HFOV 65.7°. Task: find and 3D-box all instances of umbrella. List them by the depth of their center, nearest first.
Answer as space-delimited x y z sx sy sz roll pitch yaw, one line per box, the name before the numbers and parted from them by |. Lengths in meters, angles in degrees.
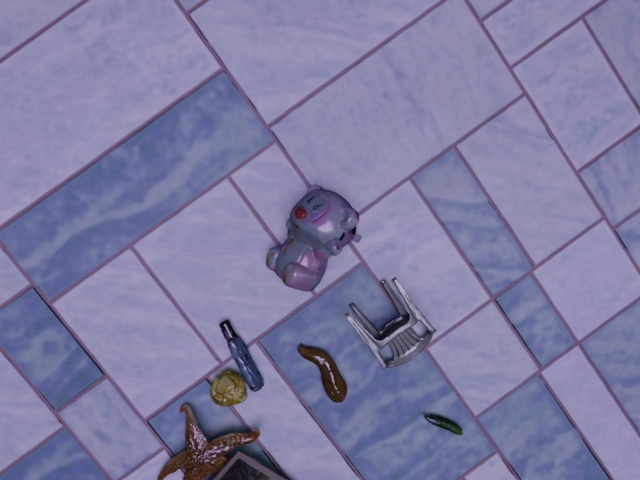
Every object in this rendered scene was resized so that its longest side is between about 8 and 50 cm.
umbrella | -0.249 0.366 1.574 0.053 0.052 0.250 -25 97 -4

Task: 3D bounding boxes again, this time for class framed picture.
framed picture | -0.218 0.831 1.592 0.324 0.020 0.240 42 91 -20

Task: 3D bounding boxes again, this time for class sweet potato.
sweet potato | 0.017 0.421 1.597 0.081 0.062 0.233 -33 93 0

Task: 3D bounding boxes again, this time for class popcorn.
popcorn | -0.289 0.465 1.560 0.116 0.120 0.106 6 55 -29

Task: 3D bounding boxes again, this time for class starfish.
starfish | -0.364 0.674 1.572 0.375 0.094 0.327 -17 98 2

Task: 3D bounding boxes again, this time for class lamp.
lamp | 0.000 0.000 1.502 0.247 0.247 0.301 21 101 -36

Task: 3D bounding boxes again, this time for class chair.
chair | 0.229 0.273 1.552 0.203 0.190 0.274 -35 89 0

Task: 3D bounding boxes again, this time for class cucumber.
cucumber | 0.408 0.608 1.652 0.155 0.037 0.037 25 92 -7
